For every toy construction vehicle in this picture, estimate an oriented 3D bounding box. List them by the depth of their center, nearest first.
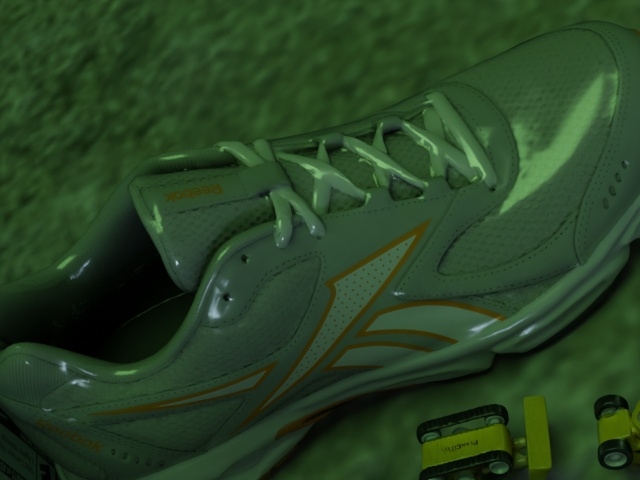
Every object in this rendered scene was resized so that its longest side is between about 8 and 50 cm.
[{"bbox_3d":[0.083,0.086,0.567,0.098,0.035,0.086,-18,42,14],"label":"toy construction vehicle"}]

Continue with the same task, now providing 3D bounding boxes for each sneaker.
[{"bbox_3d":[0.000,0.000,0.606,0.262,0.121,0.099,-35,51,5],"label":"sneaker"}]

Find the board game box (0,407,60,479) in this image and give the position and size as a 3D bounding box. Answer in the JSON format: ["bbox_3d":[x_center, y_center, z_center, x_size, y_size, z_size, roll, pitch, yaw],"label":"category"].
[{"bbox_3d":[-0.169,0.155,0.531,0.097,0.224,0.303,-17,53,17],"label":"board game box"}]
